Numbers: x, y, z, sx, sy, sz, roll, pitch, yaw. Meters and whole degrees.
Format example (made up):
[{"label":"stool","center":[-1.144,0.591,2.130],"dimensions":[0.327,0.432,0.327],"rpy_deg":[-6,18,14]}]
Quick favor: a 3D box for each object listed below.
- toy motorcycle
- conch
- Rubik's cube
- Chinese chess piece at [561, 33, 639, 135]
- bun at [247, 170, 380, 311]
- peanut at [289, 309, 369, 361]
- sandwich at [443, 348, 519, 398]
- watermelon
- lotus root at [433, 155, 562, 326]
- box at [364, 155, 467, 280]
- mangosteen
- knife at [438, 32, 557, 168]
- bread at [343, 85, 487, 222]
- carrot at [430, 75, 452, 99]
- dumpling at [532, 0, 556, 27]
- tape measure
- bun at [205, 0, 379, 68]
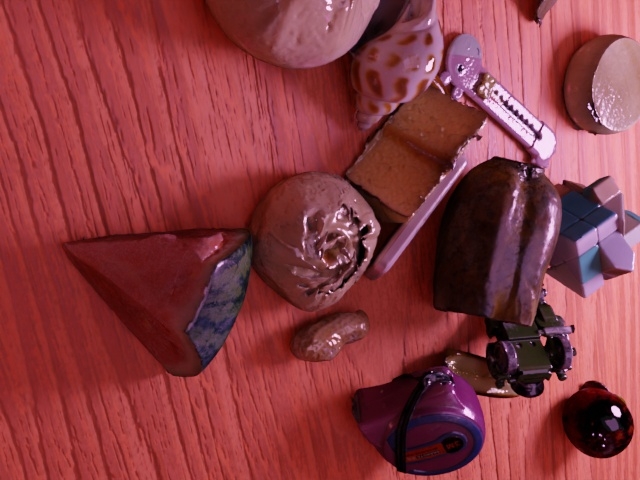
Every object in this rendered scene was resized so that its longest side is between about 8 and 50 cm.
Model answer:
[{"label":"toy motorcycle","center":[0.451,0.214,1.587],"dimensions":[0.205,0.275,0.127],"rpy_deg":[-4,134,-7]},{"label":"conch","center":[0.129,-0.333,1.296],"dimensions":[0.275,0.182,0.148],"rpy_deg":[-57,151,3]},{"label":"Rubik's cube","center":[0.600,-0.025,1.589],"dimensions":[0.213,0.265,0.224],"rpy_deg":[-32,129,-11]},{"label":"Chinese chess piece","center":[0.662,-0.359,1.652],"dimensions":[0.237,0.092,0.238],"rpy_deg":[-8,104,-31]},{"label":"bun","center":[0.000,0.000,1.284],"dimensions":[0.259,0.152,0.260],"rpy_deg":[-6,103,-28]},{"label":"peanut","center":[0.021,0.186,1.376],"dimensions":[0.174,0.080,0.080],"rpy_deg":[-21,110,-26]},{"label":"sandwich","center":[0.336,0.297,1.592],"dimensions":[0.244,0.088,0.090],"rpy_deg":[16,83,-29]},{"label":"watermelon","center":[-0.246,0.105,1.135],"dimensions":[0.292,0.283,0.251],"rpy_deg":[-6,88,-5]},{"label":"lotus root","center":[0.359,0.000,1.456],"dimensions":[0.250,0.250,0.346],"rpy_deg":[12,92,-33]},{"label":"box","center":[0.185,-0.044,1.400],"dimensions":[0.044,0.142,0.285],"rpy_deg":[38,78,3]},{"label":"mangosteen","center":[0.708,0.451,1.813],"dimensions":[0.199,0.200,0.200],"rpy_deg":[-7,103,-30]},{"label":"knife","center":[0.398,-0.289,1.536],"dimensions":[0.398,0.038,0.132],"rpy_deg":[33,85,-33]},{"label":"bread","center":[0.179,-0.163,1.383],"dimensions":[0.178,0.142,0.266],"rpy_deg":[38,78,11]},{"label":"carrot","center":[0.225,-0.309,1.426],"dimensions":[0.042,0.042,0.171],"rpy_deg":[-51,124,-13]},{"label":"dumpling","center":[0.531,-0.630,1.520],"dimensions":[0.332,0.086,0.166],"rpy_deg":[-55,154,-11]},{"label":"tape measure","center":[0.211,0.361,1.457],"dimensions":[0.231,0.149,0.245],"rpy_deg":[-23,122,12]},{"label":"bun","center":[-0.033,-0.458,1.119],"dimensions":[0.360,0.213,0.361],"rpy_deg":[-4,102,-21]}]
